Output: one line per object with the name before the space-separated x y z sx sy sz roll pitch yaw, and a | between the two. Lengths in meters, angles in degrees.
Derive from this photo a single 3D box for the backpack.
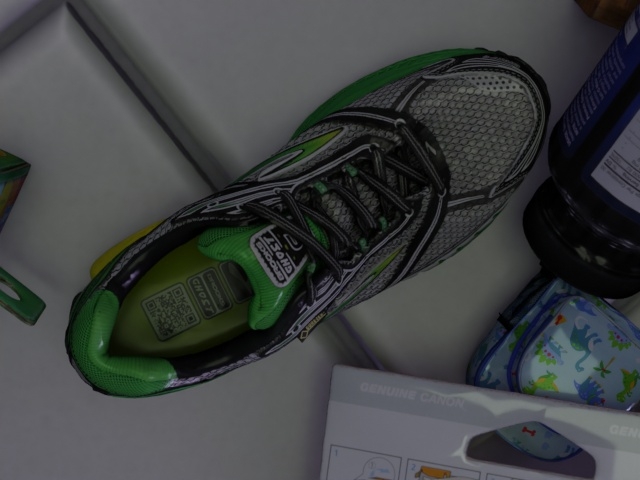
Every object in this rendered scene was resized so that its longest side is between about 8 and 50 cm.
backpack | 0.157 0.087 0.759 0.105 0.084 0.114 41 94 -5

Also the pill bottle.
pill bottle | 0.214 -0.068 0.688 0.123 0.123 0.219 22 131 -8

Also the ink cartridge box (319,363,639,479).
ink cartridge box | 0.125 0.214 0.744 0.275 0.060 0.239 8 92 11

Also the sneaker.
sneaker | 0.000 0.000 0.703 0.343 0.146 0.134 -34 98 -3

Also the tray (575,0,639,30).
tray | 0.398 -0.165 0.734 0.411 0.076 0.203 21 113 -7

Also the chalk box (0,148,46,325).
chalk box | -0.260 -0.011 0.681 0.213 0.132 0.132 24 93 -9
